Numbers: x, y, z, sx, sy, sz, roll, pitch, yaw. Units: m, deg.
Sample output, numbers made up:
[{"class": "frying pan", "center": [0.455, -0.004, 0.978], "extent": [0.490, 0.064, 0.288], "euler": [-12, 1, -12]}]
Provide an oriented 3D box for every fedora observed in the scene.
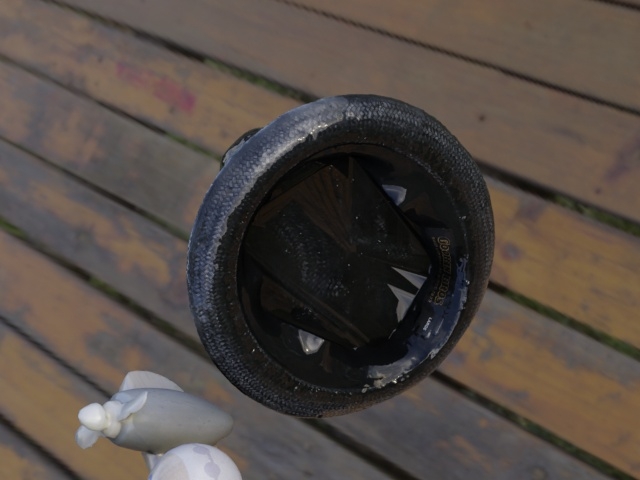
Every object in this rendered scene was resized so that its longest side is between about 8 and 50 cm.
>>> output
[{"class": "fedora", "center": [0.000, 0.000, 1.364], "extent": [0.334, 0.334, 0.152], "euler": [-55, 36, 5]}]

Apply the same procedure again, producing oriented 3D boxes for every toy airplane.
[{"class": "toy airplane", "center": [-0.093, 0.291, 1.330], "extent": [0.386, 0.272, 0.384], "euler": [19, 40, 15]}]
